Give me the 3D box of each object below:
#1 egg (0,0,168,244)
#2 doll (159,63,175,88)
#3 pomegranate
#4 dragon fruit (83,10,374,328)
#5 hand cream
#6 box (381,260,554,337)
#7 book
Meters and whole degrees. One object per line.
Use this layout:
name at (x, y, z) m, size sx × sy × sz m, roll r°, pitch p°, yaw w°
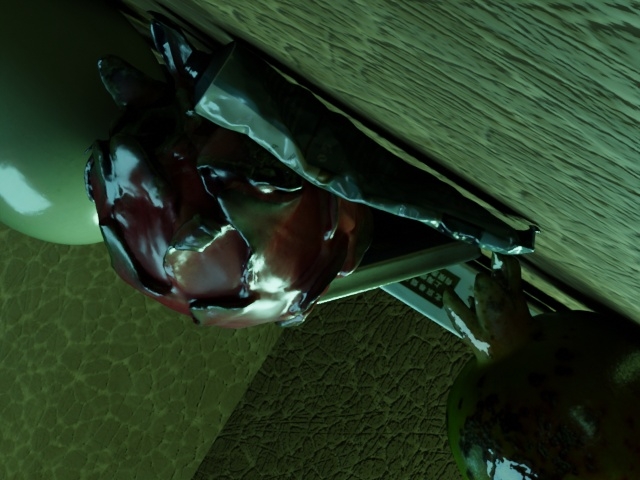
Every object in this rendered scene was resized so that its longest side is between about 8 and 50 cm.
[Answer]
egg at (-0.218, -0.109, 1.295) m, size 0.242 × 0.186 × 0.186 m, roll 53°, pitch 174°, yaw -13°
doll at (-0.117, -0.073, 1.453) m, size 0.314 × 0.141 × 0.177 m, roll 25°, pitch -160°, yaw 32°
pomegranate at (0.197, 0.122, 1.348) m, size 0.198 × 0.246 × 0.198 m, roll -5°, pitch -175°, yaw 0°
dragon fruit at (-0.074, -0.038, 1.169) m, size 0.274 × 0.193 × 0.192 m, roll 33°, pitch -156°, yaw -40°
hand cream at (0.026, -0.057, 1.037) m, size 0.248 × 0.052 × 0.075 m, roll 26°, pitch -158°, yaw -7°
box at (0.150, 0.059, 1.613) m, size 0.243 × 0.067 × 0.155 m, roll 32°, pitch -173°, yaw -4°
book at (0.000, 0.000, 1.455) m, size 0.191 × 0.025 × 0.269 m, roll -15°, pitch -163°, yaw -18°
